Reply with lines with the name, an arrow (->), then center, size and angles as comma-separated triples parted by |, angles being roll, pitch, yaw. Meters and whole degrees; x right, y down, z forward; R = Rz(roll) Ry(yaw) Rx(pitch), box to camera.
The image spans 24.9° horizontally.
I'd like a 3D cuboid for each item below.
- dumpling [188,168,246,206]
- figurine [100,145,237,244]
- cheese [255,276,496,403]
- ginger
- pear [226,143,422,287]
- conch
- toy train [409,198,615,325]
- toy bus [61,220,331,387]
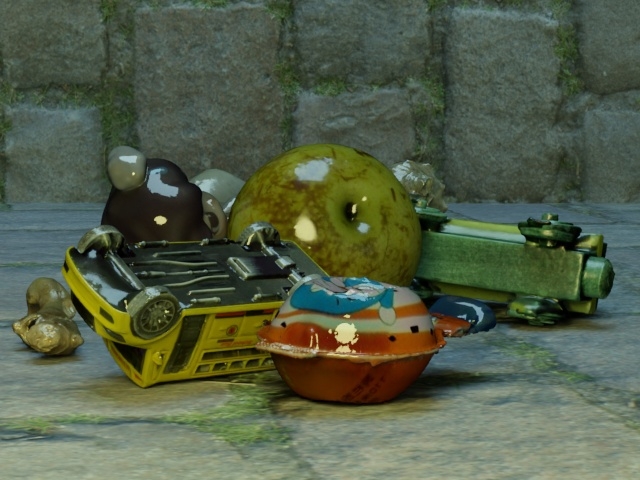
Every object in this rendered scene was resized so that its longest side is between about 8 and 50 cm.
dumpling -> -0.240, -0.043, 2.829 | 0.243, 0.175, 0.227 | 13, -30, -28
figurine -> -0.186, -0.023, 2.400 | 0.365, 0.218, 0.206 | 0, -31, -27
cheese -> 0.063, 0.104, 1.611 | 0.217, 0.129, 0.329 | 9, 10, 42
ginger -> -0.354, 0.103, 1.862 | 0.089, 0.075, 0.288 | -6, 12, -15
pear -> 0.000, 0.000, 1.998 | 0.283, 0.284, 0.283 | 1, 6, 0
conch -> 0.131, -0.040, 2.822 | 0.210, 0.159, 0.291 | -13, -26, -30
toy train -> 0.256, 0.033, 2.170 | 0.397, 0.160, 0.253 | 8, 0, 25
toy bus -> -0.141, 0.076, 1.663 | 0.330, 0.152, 0.144 | -2, 34, -40
